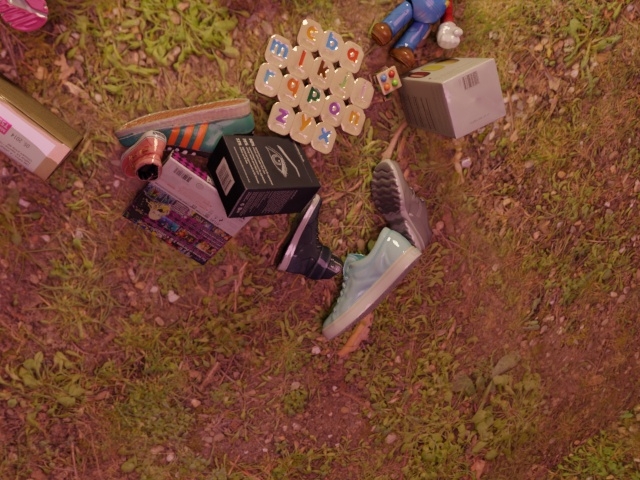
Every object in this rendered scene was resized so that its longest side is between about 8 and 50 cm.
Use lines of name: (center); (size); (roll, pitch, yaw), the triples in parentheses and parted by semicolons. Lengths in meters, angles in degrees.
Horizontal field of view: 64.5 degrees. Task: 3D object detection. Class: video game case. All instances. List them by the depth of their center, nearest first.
video game case: (-0.306, -0.067, 1.184); (0.232, 0.042, 0.210); (35, 120, -25)

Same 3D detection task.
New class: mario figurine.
mario figurine: (0.262, -0.564, 1.154); (0.321, 0.170, 0.198); (-52, 150, 13)

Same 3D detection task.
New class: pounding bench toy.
pounding bench toy: (0.165, -0.380, 1.250); (0.052, 0.065, 0.083); (-30, 115, -6)

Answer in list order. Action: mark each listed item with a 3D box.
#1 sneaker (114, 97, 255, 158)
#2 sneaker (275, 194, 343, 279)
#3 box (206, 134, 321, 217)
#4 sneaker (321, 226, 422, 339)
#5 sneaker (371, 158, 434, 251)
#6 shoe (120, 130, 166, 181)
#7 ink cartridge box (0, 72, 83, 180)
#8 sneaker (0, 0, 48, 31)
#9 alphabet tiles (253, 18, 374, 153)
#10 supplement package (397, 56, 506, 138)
sneaker: (-0.295, -0.231, 1.135); (0.301, 0.108, 0.121); (-12, 118, -7)
sneaker: (0.000, 0.000, 1.314); (0.163, 0.086, 0.226); (20, 112, -12)
box: (-0.127, -0.146, 1.145); (0.206, 0.153, 0.108); (-5, 150, -39)
sneaker: (0.109, 0.115, 1.399); (0.366, 0.135, 0.150); (-48, 72, 16)
sneaker: (0.225, -0.099, 1.371); (0.115, 0.105, 0.282); (-39, 119, -30)
shoe: (-0.386, -0.159, 1.087); (0.063, 0.178, 0.081); (18, 59, -35)
ink cartridge box: (-0.598, -0.236, 0.989); (0.234, 0.193, 0.088); (41, 93, -25)
sneaker: (-0.596, -0.514, 0.933); (0.102, 0.111, 0.253); (-24, 117, -10)
alphabet tiles: (-0.010, -0.359, 1.194); (0.283, 0.021, 0.278); (19, 86, -23)
supplement package: (0.300, -0.345, 1.206); (0.138, 0.244, 0.134); (-27, 115, -8)
